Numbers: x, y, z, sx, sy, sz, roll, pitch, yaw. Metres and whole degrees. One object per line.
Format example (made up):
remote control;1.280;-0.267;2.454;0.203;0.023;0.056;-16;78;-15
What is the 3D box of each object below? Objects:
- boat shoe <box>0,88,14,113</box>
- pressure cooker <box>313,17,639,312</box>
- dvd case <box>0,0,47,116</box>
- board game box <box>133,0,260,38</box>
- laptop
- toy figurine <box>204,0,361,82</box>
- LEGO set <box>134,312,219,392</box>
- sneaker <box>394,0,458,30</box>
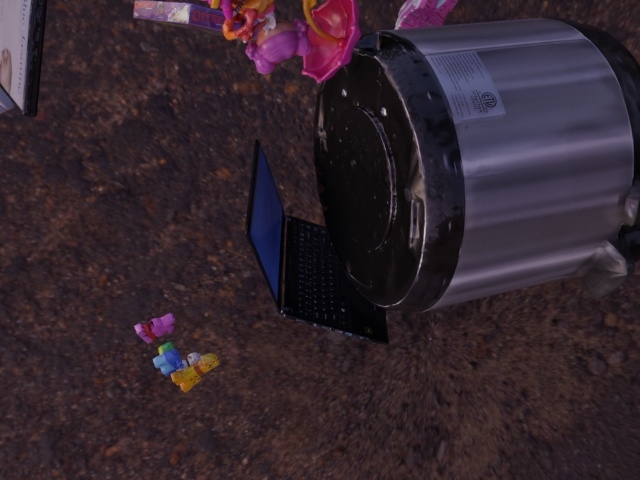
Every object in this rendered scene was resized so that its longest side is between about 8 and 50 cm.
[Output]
boat shoe;-0.626;-0.334;1.310;0.102;0.108;0.301;-20;58;5
pressure cooker;0.238;-0.107;0.963;0.420;0.375;0.370;-12;105;-20
dvd case;-0.443;-0.298;1.045;0.253;0.022;0.180;36;118;51
board game box;-0.231;-0.503;1.664;0.208;0.346;0.056;24;108;37
laptop;0.000;0.000;1.067;0.264;0.234;0.137;17;128;-14
toy figurine;-0.035;-0.203;0.612;0.173;0.159;0.130;-26;41;2
LEGO set;-0.260;0.227;1.402;0.093;0.227;0.087;-29;54;-3
sneaker;0.220;-0.483;1.602;0.103;0.111;0.252;38;68;-15
